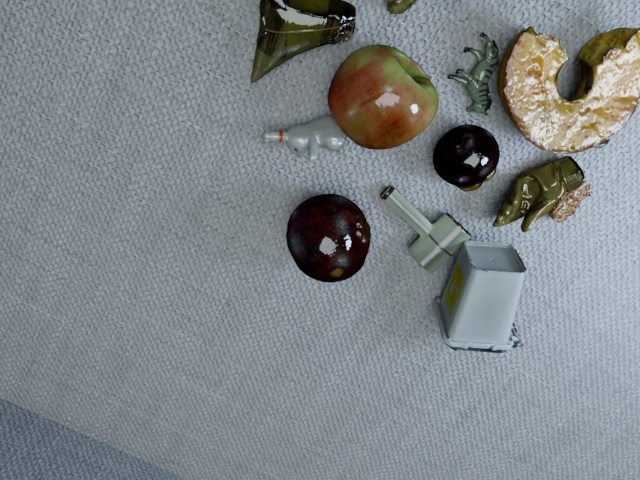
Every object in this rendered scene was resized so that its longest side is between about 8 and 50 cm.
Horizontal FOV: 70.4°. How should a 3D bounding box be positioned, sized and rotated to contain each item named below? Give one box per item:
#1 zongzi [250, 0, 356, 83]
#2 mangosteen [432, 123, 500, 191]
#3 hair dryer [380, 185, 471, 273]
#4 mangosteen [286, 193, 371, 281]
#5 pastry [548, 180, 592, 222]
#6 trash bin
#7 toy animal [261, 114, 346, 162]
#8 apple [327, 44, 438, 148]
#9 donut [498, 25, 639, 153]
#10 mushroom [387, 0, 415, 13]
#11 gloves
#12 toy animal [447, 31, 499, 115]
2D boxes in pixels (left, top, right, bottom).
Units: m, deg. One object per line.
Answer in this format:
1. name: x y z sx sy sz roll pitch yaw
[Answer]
1. zongzi: -0.059 -0.610 1.425 0.289 0.154 0.317 14 130 -7
2. mangosteen: 0.494 -0.262 1.502 0.211 0.211 0.250 -44 135 16
3. hair dryer: 0.339 -0.070 1.619 0.362 0.128 0.203 42 106 -5
4. mangosteen: 0.000 0.000 1.563 0.359 0.306 0.306 -16 111 30
5. pastry: 0.866 -0.143 1.595 0.087 0.063 0.169 33 104 -20
6. trash bin: 0.586 0.198 1.601 0.296 0.256 0.368 5 124 2
7. toy animal: -0.045 -0.330 1.518 0.282 0.140 0.138 -12 101 3
8. apple: 0.179 -0.424 1.382 0.319 0.319 0.277 37 127 -11
9. donut: 0.754 -0.473 1.421 0.435 0.163 0.378 5 112 -2
10. mushroom: 0.199 -0.837 1.345 0.100 0.081 0.312 -21 104 7
11. gloves: 0.725 -0.154 1.552 0.331 0.141 0.154 -35 121 12
12. toy animal: 0.515 -0.527 1.456 0.176 0.073 0.217 26 105 -14
